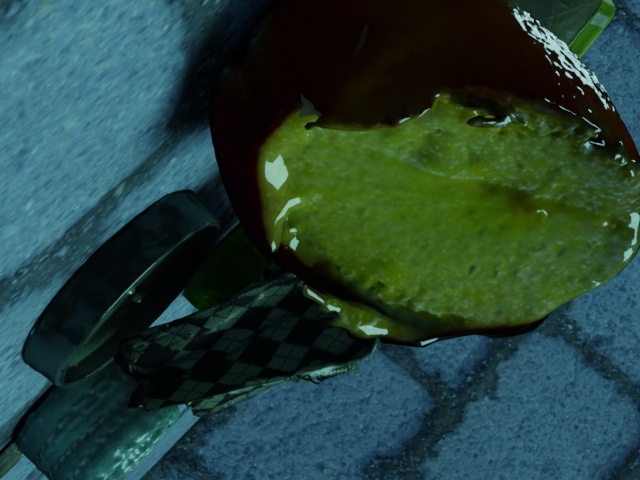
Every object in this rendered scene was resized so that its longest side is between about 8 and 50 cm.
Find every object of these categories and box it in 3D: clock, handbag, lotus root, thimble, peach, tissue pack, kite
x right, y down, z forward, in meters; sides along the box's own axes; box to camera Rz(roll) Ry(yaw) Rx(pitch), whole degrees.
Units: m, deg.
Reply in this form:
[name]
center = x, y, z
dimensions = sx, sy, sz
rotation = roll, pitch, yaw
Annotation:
[clock]
center = -0.226, 0.060, 1.417
dimensions = 0.280, 0.055, 0.280
rotation = -47, 174, -7
[handbag]
center = -0.090, 0.131, 1.596
dimensions = 0.316, 0.180, 0.416
rotation = -21, 176, -2
[lotus root]
center = -0.093, 0.076, 1.868
dimensions = 0.186, 0.186, 0.186
rotation = -46, 173, -7
[thimble]
center = -0.303, 0.254, 1.705
dimensions = 0.198, 0.143, 0.235
rotation = -51, 174, 33
[peach]
center = 0.112, -0.087, 1.171
dimensions = 0.353, 0.416, 0.339
rotation = -40, 164, -39
[tissue pack]
center = 0.287, -0.332, 1.705
dimensions = 0.167, 0.200, 0.274
rotation = -51, 172, 16
[kite]
center = -0.486, 0.360, 1.725
dimensions = 0.229, 0.016, 0.127
rotation = -48, 170, 2
